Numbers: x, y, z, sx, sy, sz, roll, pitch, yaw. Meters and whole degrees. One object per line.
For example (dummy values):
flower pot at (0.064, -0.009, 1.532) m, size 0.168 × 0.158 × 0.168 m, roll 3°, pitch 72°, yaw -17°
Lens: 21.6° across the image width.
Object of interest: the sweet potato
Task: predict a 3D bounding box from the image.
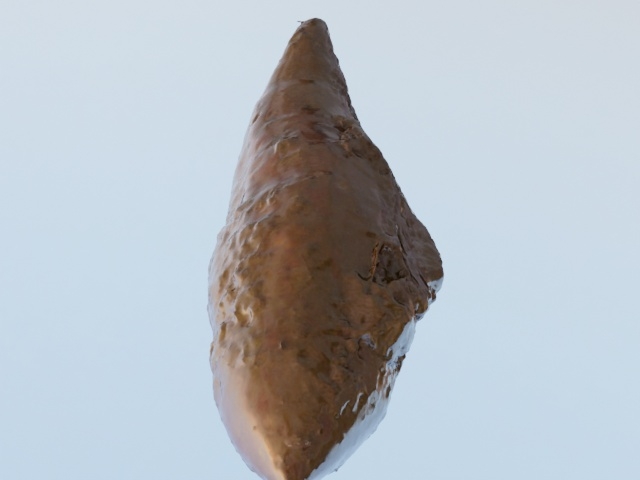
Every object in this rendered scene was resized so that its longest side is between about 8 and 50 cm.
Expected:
sweet potato at (0.000, 0.000, 0.487) m, size 0.068 × 0.060 × 0.206 m, roll -8°, pitch -138°, yaw 2°
